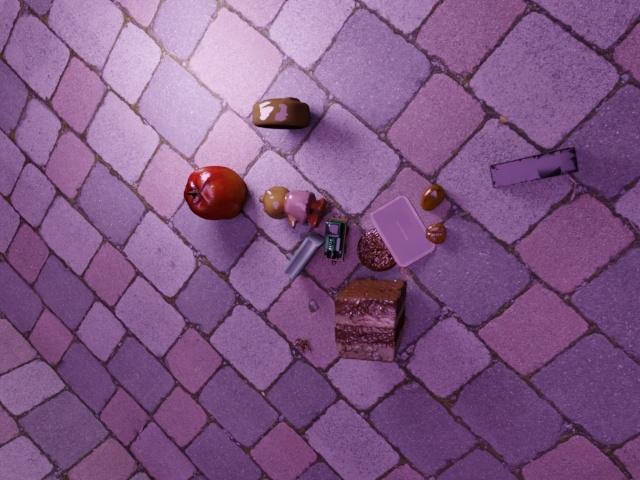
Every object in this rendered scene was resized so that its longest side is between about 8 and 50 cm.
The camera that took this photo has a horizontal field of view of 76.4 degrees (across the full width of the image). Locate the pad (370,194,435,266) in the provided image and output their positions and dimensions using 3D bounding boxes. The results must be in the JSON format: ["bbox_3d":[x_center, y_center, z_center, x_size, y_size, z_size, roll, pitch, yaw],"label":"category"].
[{"bbox_3d":[0.335,-0.037,1.658,0.176,0.002,0.266,-32,90,11],"label":"pad"}]

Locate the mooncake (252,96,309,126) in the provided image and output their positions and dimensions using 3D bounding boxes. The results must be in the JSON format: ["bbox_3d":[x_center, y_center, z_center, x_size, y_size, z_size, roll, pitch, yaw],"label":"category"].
[{"bbox_3d":[-0.157,-0.505,1.620,0.234,0.235,0.117,7,103,17],"label":"mooncake"}]

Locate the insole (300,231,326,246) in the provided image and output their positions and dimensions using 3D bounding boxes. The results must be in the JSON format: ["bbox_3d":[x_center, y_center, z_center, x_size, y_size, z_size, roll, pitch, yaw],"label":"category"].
[{"bbox_3d":[0.000,0.000,1.795,0.193,0.006,0.065,9,103,16],"label":"insole"}]

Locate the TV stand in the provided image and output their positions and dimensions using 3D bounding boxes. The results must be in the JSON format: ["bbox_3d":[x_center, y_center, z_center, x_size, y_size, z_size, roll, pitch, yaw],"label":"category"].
[{"bbox_3d":[0.751,-0.256,1.450,0.269,0.082,0.088,-11,98,21],"label":"TV stand"}]

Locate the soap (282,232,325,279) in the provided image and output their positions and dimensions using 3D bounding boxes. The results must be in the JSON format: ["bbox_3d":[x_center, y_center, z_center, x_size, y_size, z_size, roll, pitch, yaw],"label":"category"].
[{"bbox_3d":[-0.071,0.066,1.766,0.066,0.119,0.198,40,113,7],"label":"soap"}]

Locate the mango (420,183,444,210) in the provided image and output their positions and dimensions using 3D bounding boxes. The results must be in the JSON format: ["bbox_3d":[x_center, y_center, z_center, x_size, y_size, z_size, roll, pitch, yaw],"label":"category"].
[{"bbox_3d":[0.437,-0.165,1.590,0.078,0.057,0.114,31,117,7],"label":"mango"}]

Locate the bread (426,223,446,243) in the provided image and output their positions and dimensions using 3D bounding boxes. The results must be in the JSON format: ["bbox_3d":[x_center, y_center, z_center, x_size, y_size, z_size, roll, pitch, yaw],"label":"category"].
[{"bbox_3d":[0.459,-0.029,1.611,0.081,0.046,0.083,24,102,6],"label":"bread"}]

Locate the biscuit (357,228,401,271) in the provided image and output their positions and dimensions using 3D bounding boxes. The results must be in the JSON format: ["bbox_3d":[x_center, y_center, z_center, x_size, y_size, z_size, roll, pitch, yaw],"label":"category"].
[{"bbox_3d":[0.244,0.040,1.708,0.187,0.027,0.188,4,101,19],"label":"biscuit"}]

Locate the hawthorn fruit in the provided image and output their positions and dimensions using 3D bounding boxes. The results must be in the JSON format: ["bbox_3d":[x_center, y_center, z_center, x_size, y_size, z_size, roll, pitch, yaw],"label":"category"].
[{"bbox_3d":[-0.471,-0.200,1.760,0.253,0.300,0.254,4,101,21],"label":"hawthorn fruit"}]

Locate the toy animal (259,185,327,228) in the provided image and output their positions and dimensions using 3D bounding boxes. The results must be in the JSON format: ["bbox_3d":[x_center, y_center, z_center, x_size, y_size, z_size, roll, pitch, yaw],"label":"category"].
[{"bbox_3d":[-0.132,-0.148,1.729,0.281,0.169,0.196,9,61,22],"label":"toy animal"}]

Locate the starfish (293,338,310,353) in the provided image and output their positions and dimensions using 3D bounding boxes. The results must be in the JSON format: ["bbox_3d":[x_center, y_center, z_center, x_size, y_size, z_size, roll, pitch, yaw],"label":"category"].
[{"bbox_3d":[-0.082,0.493,1.908,0.091,0.028,0.078,36,115,6],"label":"starfish"}]

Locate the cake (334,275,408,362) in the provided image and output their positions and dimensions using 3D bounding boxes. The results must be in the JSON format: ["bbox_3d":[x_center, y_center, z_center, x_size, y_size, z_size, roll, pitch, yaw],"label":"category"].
[{"bbox_3d":[0.209,0.319,1.641,0.255,0.282,0.291,1,103,22],"label":"cake"}]

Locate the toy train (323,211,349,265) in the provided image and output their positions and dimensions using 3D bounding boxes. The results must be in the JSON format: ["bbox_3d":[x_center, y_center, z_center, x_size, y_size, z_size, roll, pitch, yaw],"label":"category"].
[{"bbox_3d":[0.059,-0.006,1.699,0.091,0.136,0.228,8,94,15],"label":"toy train"}]
